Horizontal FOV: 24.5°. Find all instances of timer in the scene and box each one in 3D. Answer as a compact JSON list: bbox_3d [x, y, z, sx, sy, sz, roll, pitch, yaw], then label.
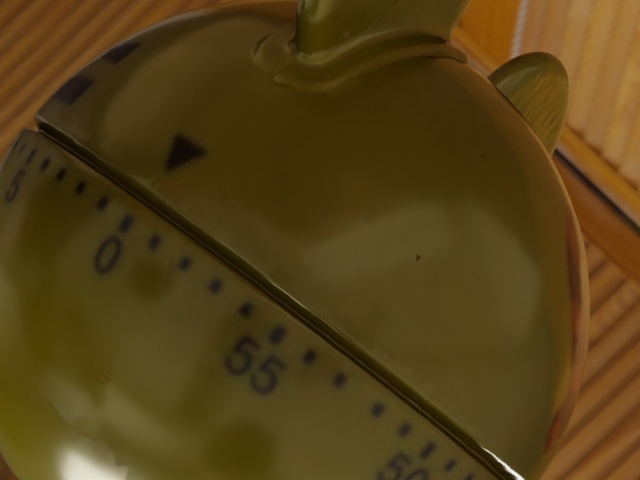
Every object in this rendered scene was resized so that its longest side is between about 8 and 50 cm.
[{"bbox_3d":[0.000,0.000,0.819,0.387,0.376,0.376,-55,158,-5],"label":"timer"}]
